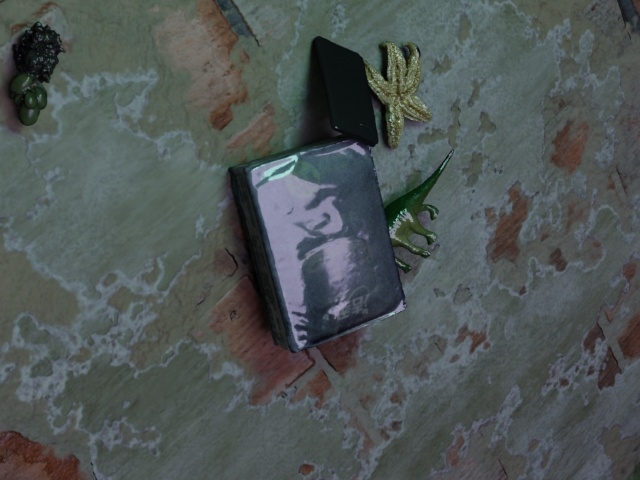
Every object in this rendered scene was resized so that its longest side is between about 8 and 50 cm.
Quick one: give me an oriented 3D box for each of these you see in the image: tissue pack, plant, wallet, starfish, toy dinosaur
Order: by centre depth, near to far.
[{"bbox_3d":[-0.486,-0.282,1.500,0.087,0.085,0.174,13,99,-12],"label":"plant"},{"bbox_3d":[0.053,-0.307,1.800,0.124,0.025,0.244,16,52,-36],"label":"wallet"},{"bbox_3d":[0.000,0.000,1.829,0.288,0.124,0.394,-18,103,-22],"label":"tissue pack"},{"bbox_3d":[0.177,-0.318,1.954,0.216,0.071,0.238,4,105,-30],"label":"starfish"},{"bbox_3d":[0.117,-0.051,1.978,0.301,0.087,0.447,26,83,-20],"label":"toy dinosaur"}]
